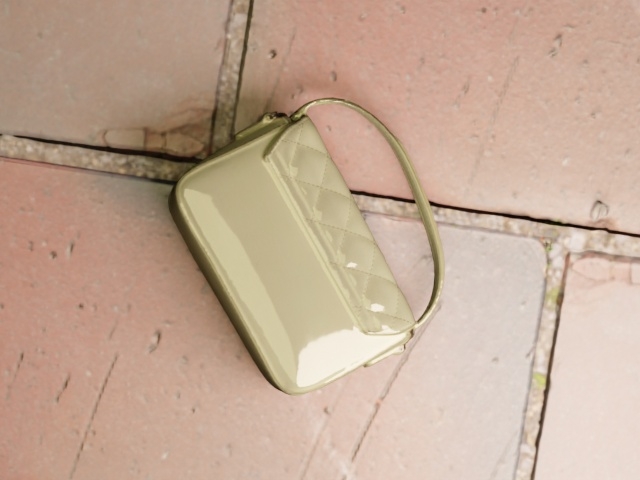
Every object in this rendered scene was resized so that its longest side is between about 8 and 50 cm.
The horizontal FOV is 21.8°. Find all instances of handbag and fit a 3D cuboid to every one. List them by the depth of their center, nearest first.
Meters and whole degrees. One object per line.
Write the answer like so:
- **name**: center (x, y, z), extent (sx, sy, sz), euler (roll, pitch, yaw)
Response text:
- **handbag**: center (0.000, 0.000, 1.541), extent (0.219, 0.079, 0.256), euler (-28, 93, -10)
